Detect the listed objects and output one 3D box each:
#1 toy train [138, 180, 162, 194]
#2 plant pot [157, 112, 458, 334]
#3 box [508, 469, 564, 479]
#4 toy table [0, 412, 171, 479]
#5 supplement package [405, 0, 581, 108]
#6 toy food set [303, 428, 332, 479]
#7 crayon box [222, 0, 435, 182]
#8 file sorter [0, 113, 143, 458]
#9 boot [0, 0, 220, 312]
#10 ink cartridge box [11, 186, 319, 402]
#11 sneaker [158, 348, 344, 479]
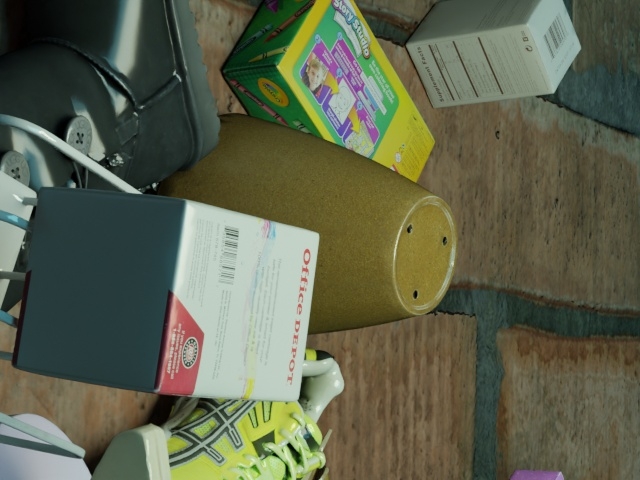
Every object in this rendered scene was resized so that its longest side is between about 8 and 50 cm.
[{"bbox_3d":[-0.148,-0.069,1.613,0.158,0.027,0.036,-9,84,-54],"label":"toy train"},{"bbox_3d":[0.000,0.000,1.586,0.237,0.254,0.237,-16,111,-51],"label":"plant pot"},{"bbox_3d":[0.216,0.402,1.544,0.201,0.057,0.293,-46,123,-45],"label":"box"},{"bbox_3d":[-0.177,0.271,1.233,0.252,0.161,0.274,-32,110,-56],"label":"toy table"},{"bbox_3d":[0.219,-0.246,1.990,0.105,0.179,0.105,-55,129,-40],"label":"supplement package"},{"bbox_3d":[-0.024,0.285,1.633,0.038,0.192,0.132,29,57,-1],"label":"toy food set"},{"bbox_3d":[0.017,-0.150,1.793,0.278,0.081,0.165,56,46,-34],"label":"crayon box"},{"bbox_3d":[-0.256,0.060,1.130,0.193,0.173,0.278,37,64,-53],"label":"file sorter"},{"bbox_3d":[-0.293,-0.136,1.343,0.445,0.146,0.367,-40,117,-42],"label":"boot"},{"bbox_3d":[-0.102,0.040,1.089,0.176,0.127,0.128,15,82,-58],"label":"ink cartridge box"},{"bbox_3d":[-0.083,0.210,1.498,0.145,0.147,0.385,64,24,-26],"label":"sneaker"}]
